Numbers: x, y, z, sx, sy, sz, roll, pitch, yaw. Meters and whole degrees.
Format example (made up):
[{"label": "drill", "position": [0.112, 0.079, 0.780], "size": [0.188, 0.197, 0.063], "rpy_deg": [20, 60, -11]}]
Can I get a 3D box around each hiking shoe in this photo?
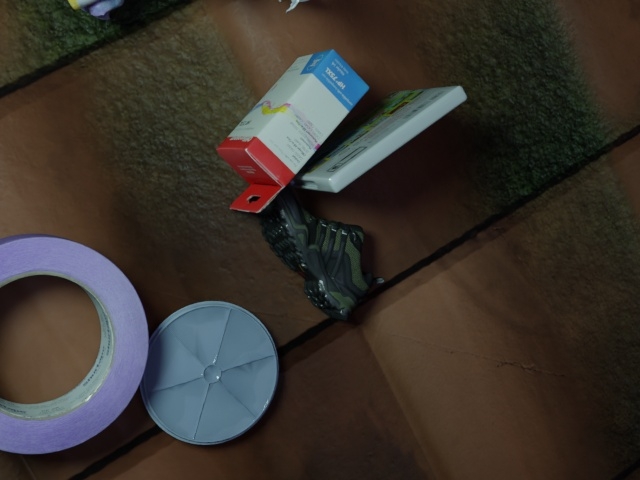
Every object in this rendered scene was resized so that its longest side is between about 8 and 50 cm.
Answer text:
[{"label": "hiking shoe", "position": [0.000, 0.000, 1.536], "size": [0.114, 0.086, 0.227], "rpy_deg": [-43, 115, -26]}]

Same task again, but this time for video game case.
[{"label": "video game case", "position": [0.064, -0.140, 1.473], "size": [0.227, 0.206, 0.026], "rpy_deg": [-37, 107, -15]}]

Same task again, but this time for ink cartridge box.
[{"label": "ink cartridge box", "position": [-0.054, -0.148, 1.465], "size": [0.078, 0.134, 0.231], "rpy_deg": [44, 77, -19]}]

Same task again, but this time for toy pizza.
[{"label": "toy pizza", "position": [-0.156, 0.184, 1.503], "size": [0.201, 0.032, 0.201], "rpy_deg": [-1, 93, -22]}]

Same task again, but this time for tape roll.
[{"label": "tape roll", "position": [-0.365, 0.130, 1.386], "size": [0.274, 0.090, 0.275], "rpy_deg": [-1, 94, -21]}]

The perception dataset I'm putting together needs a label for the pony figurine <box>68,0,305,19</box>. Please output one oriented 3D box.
[{"label": "pony figurine", "position": [-0.168, -0.426, 1.347], "size": [0.363, 0.303, 0.351], "rpy_deg": [-23, 103, 0]}]
